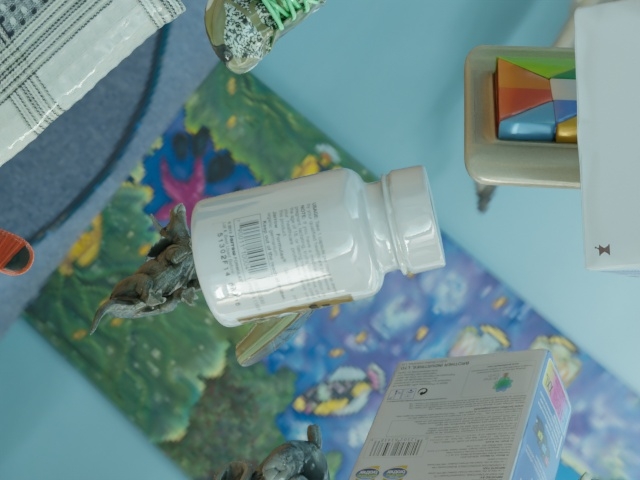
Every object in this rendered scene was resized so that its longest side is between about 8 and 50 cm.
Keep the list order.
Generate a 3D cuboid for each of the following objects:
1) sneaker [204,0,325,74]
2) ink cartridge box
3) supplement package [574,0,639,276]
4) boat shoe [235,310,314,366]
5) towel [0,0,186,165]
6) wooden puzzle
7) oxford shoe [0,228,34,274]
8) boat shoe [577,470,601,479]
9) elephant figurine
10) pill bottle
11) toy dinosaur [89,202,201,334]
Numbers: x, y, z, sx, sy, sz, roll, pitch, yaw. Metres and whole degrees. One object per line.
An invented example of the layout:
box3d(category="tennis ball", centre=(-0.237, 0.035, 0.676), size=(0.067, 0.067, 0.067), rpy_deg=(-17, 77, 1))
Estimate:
box3d(category="sneaker", centre=(-0.063, -0.459, 2.081), size=(0.182, 0.158, 0.410), rpy_deg=(-18, -154, 44))
box3d(category="ink cartridge box", centre=(0.195, 0.353, 1.662), size=(0.270, 0.151, 0.395), rpy_deg=(-9, -148, 31))
box3d(category="supplement package", centre=(0.297, -0.070, 0.839), size=(0.203, 0.149, 0.194), rpy_deg=(8, 80, -58))
box3d(category="boat shoe", centre=(-0.057, 0.104, 2.000), size=(0.285, 0.089, 0.104), rpy_deg=(-46, 168, -8))
box3d(category="towel", centre=(-0.349, -0.252, 1.112), size=(0.324, 0.312, 0.056), rpy_deg=(-35, -170, 18))
box3d(category="wooden puzzle", centre=(0.251, -0.130, 1.087), size=(0.238, 0.221, 0.044), rpy_deg=(-80, 171, -53))
box3d(category="oxford shoe", centre=(-0.668, -0.015, 2.096), size=(0.097, 0.271, 0.098), rpy_deg=(-58, -166, -14))
box3d(category="boat shoe", centre=(0.211, 0.304, 0.940), size=(0.084, 0.079, 0.233), rpy_deg=(101, 11, -52))
box3d(category="elephant figurine", centre=(-0.103, 0.415, 1.747), size=(0.239, 0.169, 0.186), rpy_deg=(-31, 162, 21))
box3d(category="pill bottle", centre=(0.000, 0.000, 1.097), size=(0.229, 0.131, 0.131), rpy_deg=(-12, 166, 8))
box3d(category="toy dinosaur", centre=(-0.262, 0.073, 1.793), size=(0.160, 0.121, 0.313), rpy_deg=(-14, -148, 46))
